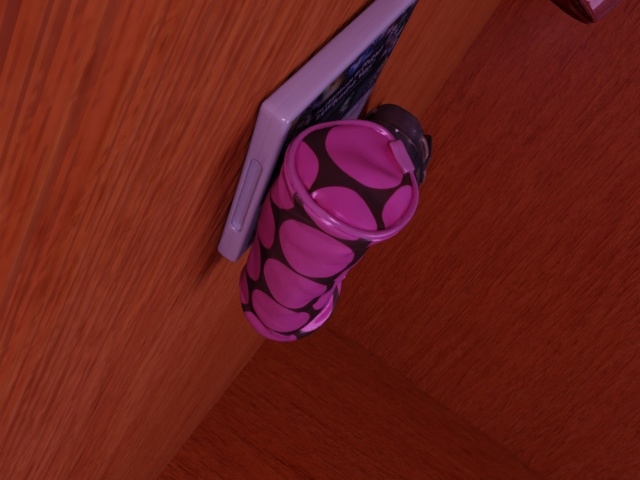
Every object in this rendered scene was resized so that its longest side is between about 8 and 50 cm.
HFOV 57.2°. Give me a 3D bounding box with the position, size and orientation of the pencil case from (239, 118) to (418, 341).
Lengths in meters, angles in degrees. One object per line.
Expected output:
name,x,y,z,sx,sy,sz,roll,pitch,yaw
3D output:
pencil case,0.000,0.000,0.423,0.098,0.095,0.209,-14,161,-22

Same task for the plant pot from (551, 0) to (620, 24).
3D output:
plant pot,0.460,-0.512,0.926,0.265,0.272,0.272,-48,180,20

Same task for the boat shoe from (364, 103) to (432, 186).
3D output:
boat shoe,0.103,-0.108,0.830,0.130,0.132,0.355,-55,178,6

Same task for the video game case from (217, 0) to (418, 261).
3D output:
video game case,-0.003,-0.089,0.444,0.190,0.022,0.173,-51,176,-34
